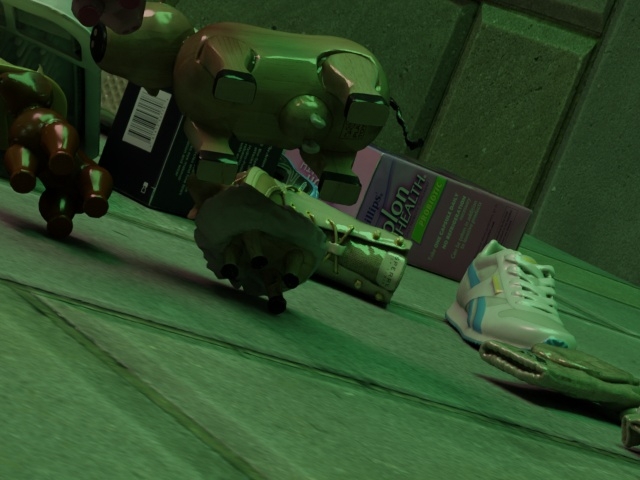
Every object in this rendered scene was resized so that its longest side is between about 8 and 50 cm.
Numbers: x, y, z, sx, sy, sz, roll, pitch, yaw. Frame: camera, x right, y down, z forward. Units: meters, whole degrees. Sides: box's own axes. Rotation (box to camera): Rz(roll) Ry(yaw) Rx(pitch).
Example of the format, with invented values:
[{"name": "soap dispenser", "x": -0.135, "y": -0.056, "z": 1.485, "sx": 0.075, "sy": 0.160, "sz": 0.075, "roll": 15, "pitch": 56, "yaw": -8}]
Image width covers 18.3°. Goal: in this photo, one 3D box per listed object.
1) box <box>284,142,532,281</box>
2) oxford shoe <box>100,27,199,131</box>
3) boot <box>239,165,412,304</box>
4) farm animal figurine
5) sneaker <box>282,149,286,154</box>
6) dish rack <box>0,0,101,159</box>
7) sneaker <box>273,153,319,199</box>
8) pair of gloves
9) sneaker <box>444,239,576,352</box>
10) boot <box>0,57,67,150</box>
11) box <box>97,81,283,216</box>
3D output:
[{"name": "box", "x": 0.098, "y": -0.046, "z": 2.478, "sx": 0.243, "sy": 0.117, "sz": 0.213, "roll": 18, "pitch": 6, "yaw": -31}, {"name": "oxford shoe", "x": -0.193, "y": -0.183, "z": 2.478, "sx": 0.130, "sy": 0.169, "sz": 0.449, "roll": 19, "pitch": 0, "yaw": -44}, {"name": "boot", "x": 0.000, "y": 0.000, "z": 1.831, "sx": 0.165, "sy": 0.077, "sz": 0.213, "roll": 24, "pitch": 3, "yaw": 8}, {"name": "farm animal figurine", "x": -0.078, "y": -0.146, "z": 1.474, "sx": 0.326, "sy": 0.330, "sz": 0.172, "roll": 26, "pitch": 25, "yaw": -22}, {"name": "sneaker", "x": -0.149, "y": -0.178, "z": 2.941, "sx": 0.151, "sy": 0.094, "sz": 0.256, "roll": 9, "pitch": 23, "yaw": -44}, {"name": "dish rack", "x": -0.327, "y": -0.204, "z": 1.871, "sx": 0.285, "sy": 0.072, "sz": 0.333, "roll": 21, "pitch": -21, "yaw": 1}, {"name": "sneaker", "x": -0.069, "y": -0.077, "z": 2.383, "sx": 0.078, "sy": 0.067, "sz": 0.188, "roll": 26, "pitch": 5, "yaw": -33}, {"name": "pair of gloves", "x": 0.269, "y": 0.144, "z": 1.643, "sx": 0.240, "sy": 0.042, "sz": 0.204, "roll": 23, "pitch": 8, "yaw": 33}, {"name": "sneaker", "x": 0.182, "y": 0.061, "z": 1.860, "sx": 0.087, "sy": 0.092, "sz": 0.228, "roll": 22, "pitch": 6, "yaw": -18}, {"name": "boot", "x": -0.362, "y": -0.145, "z": 1.729, "sx": 0.262, "sy": 0.095, "sz": 0.203, "roll": 13, "pitch": 3, "yaw": -18}, {"name": "box", "x": -0.119, "y": -0.105, "z": 1.964, "sx": 0.093, "sy": 0.156, "sz": 0.158, "roll": 25, "pitch": 5, "yaw": 40}]
